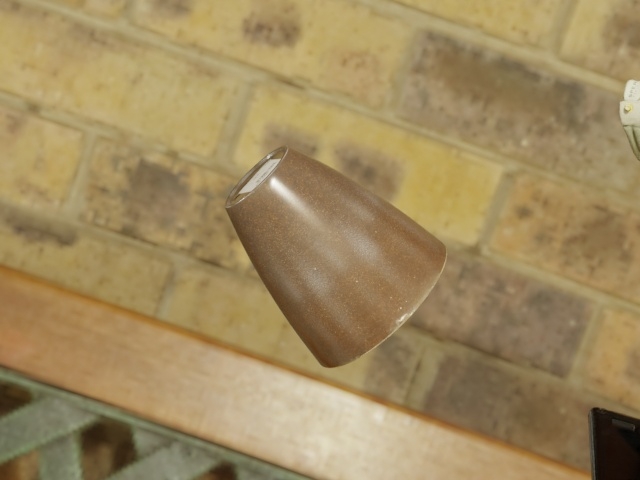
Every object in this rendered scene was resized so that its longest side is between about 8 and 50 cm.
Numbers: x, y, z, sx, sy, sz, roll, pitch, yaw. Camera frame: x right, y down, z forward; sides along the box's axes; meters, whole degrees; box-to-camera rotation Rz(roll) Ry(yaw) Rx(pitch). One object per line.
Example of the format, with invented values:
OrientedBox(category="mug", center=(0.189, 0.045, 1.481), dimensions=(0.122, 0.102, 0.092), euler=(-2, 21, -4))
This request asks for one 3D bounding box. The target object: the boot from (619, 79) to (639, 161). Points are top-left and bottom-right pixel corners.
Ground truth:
OrientedBox(category="boot", center=(0.405, -0.164, 1.563), dimensions=(0.165, 0.213, 0.077), euler=(14, 43, 37))

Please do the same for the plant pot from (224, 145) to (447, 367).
OrientedBox(category="plant pot", center=(0.000, 0.000, 1.767), dimensions=(0.230, 0.215, 0.215), euler=(46, 1, -15))

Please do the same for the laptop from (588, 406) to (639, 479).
OrientedBox(category="laptop", center=(0.472, 0.477, 1.807), dimensions=(0.382, 0.236, 0.407), euler=(16, 46, -10))
